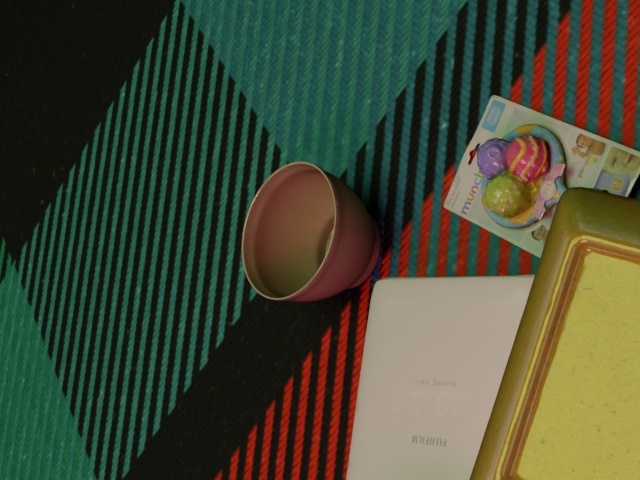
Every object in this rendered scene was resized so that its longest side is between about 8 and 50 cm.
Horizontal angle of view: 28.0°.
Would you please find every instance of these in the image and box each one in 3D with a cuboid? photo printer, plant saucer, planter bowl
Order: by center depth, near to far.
[{"bbox_3d":[0.290,0.135,1.059,0.332,0.081,0.333,16,86,32],"label":"plant saucer"},{"bbox_3d":[0.143,0.189,1.270,0.256,0.107,0.308,-2,76,48],"label":"photo printer"},{"bbox_3d":[0.000,0.000,1.494,0.162,0.109,0.162,-19,64,43],"label":"planter bowl"}]

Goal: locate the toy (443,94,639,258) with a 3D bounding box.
[{"bbox_3d":[0.211,-0.065,1.319,0.237,0.056,0.137,32,100,49],"label":"toy"}]
